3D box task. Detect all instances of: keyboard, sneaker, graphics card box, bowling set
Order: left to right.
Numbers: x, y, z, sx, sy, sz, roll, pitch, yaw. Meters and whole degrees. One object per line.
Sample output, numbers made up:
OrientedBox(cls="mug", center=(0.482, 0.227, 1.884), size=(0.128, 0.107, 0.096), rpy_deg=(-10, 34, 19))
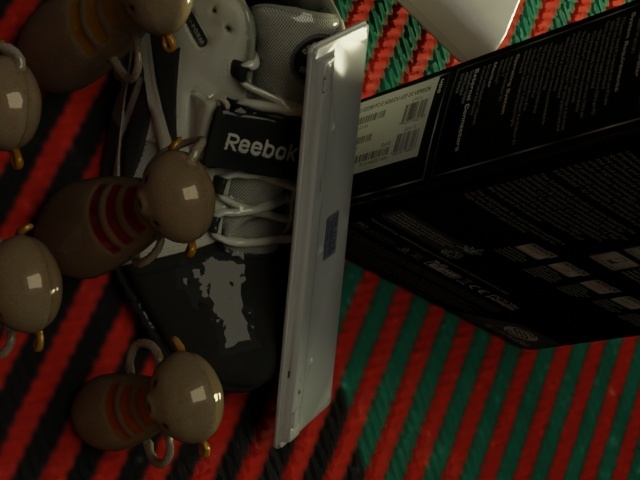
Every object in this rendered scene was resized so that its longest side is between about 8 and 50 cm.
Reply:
OrientedBox(cls="bowling set", center=(-0.159, -0.010, 0.817), size=(0.199, 0.154, 0.287), rpy_deg=(-8, 85, -38))
OrientedBox(cls="sneaker", center=(-0.049, -0.076, 0.923), size=(0.122, 0.146, 0.331), rpy_deg=(-3, 84, -39))
OrientedBox(cls="keyboard", center=(0.000, 0.000, 0.931), size=(0.072, 0.014, 0.256), rpy_deg=(-44, 143, -60))
OrientedBox(cls="graphics card box", center=(0.179, -0.028, 0.941), size=(0.232, 0.371, 0.094), rpy_deg=(26, 66, -29))

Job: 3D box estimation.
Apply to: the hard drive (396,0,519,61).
OrientedBox(cls="hard drive", center=(0.028, -0.317, 1.041), size=(0.353, 0.047, 0.233), rpy_deg=(40, 57, -26))
